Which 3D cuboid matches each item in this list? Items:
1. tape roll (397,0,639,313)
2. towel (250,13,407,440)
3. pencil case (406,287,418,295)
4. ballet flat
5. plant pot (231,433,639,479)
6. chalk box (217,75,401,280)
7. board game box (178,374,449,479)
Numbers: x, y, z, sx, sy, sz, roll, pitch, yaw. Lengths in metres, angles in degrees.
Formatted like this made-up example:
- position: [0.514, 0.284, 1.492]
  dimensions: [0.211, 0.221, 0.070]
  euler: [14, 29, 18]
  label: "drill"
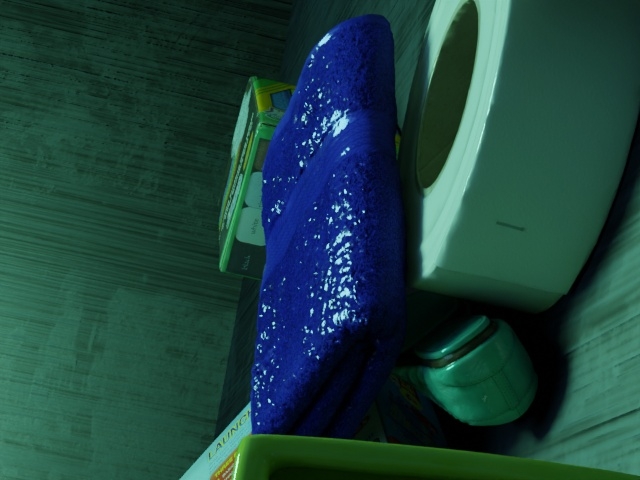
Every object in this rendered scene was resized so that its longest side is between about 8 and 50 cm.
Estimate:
- position: [0.135, -0.093, 1.104]
  dimensions: [0.286, 0.100, 0.286]
  euler: [-167, 90, -81]
  label: "tape roll"
- position: [0.000, 0.000, 1.199]
  dimensions: [0.228, 0.076, 0.308]
  euler: [113, 161, -48]
  label: "towel"
- position: [0.053, -0.008, 1.438]
  dimensions: [0.284, 0.124, 0.124]
  euler: [-139, 62, -80]
  label: "pencil case"
- position: [0.097, 0.093, 1.134]
  dimensions: [0.087, 0.083, 0.247]
  euler: [58, 174, -8]
  label: "ballet flat"
- position: [0.048, 0.255, 0.799]
  dimensions: [0.207, 0.228, 0.227]
  euler: [103, 173, -50]
  label: "plant pot"
- position: [-0.010, -0.051, 1.732]
  dimensions: [0.289, 0.179, 0.180]
  euler: [-104, 28, -69]
  label: "chalk box"
- position: [-0.028, 0.238, 1.295]
  dimensions: [0.308, 0.086, 0.302]
  euler: [-48, 18, 13]
  label: "board game box"
